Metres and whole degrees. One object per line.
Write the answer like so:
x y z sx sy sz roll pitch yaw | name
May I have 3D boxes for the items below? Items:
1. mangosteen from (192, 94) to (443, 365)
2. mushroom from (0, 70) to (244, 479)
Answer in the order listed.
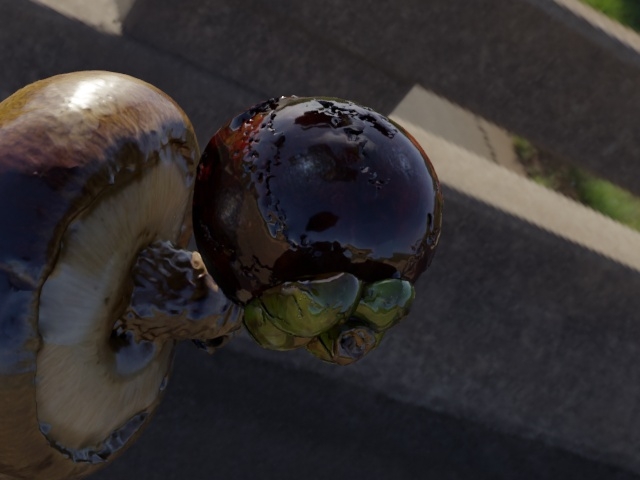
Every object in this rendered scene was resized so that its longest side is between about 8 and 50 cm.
0.000 0.000 0.703 0.166 0.166 0.180 15 55 -32 | mangosteen
-0.174 0.027 0.788 0.163 0.297 0.278 19 6 39 | mushroom
